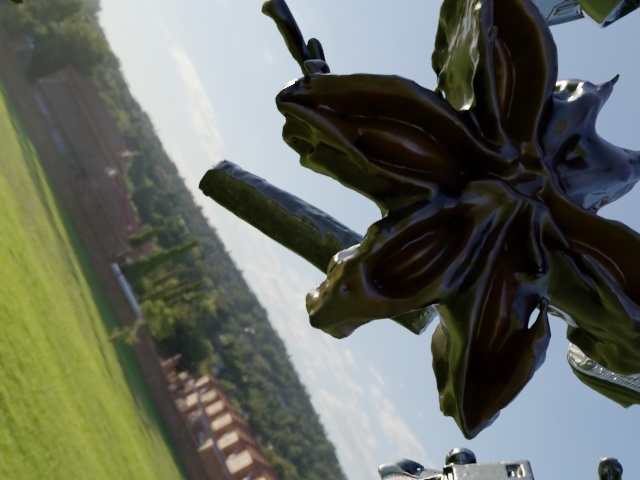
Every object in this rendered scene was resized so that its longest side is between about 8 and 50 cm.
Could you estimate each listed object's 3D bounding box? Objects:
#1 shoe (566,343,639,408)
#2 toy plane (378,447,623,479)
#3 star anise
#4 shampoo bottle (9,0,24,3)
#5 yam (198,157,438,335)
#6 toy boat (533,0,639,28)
[{"bbox_3d":[0.456,0.200,1.190,0.093,0.108,0.241,54,-12,-25],"label":"shoe"},{"bbox_3d":[0.218,0.277,0.887,0.204,0.316,0.103,-76,151,-70],"label":"toy plane"},{"bbox_3d":[0.081,-0.021,0.410,0.126,0.190,0.220,83,-1,-85],"label":"star anise"},{"bbox_3d":[-0.481,-0.387,1.076,0.127,0.078,0.257,45,6,31],"label":"shampoo bottle"},{"bbox_3d":[0.000,0.000,0.817,0.274,0.061,0.061,33,-17,14],"label":"yam"},{"bbox_3d":[0.331,-0.288,0.922,0.141,0.319,0.092,77,-3,-82],"label":"toy boat"}]
